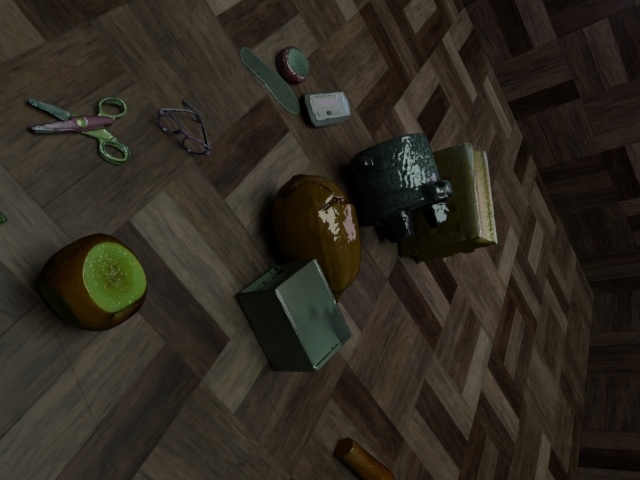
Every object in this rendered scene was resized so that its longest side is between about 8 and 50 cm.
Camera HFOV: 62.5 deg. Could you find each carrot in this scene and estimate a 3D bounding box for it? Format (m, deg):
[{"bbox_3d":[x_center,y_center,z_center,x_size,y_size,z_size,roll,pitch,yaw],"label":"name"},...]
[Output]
[{"bbox_3d":[0.125,0.587,1.353,0.225,0.067,0.067,48,47,-27],"label":"carrot"}]

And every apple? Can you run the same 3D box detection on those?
[{"bbox_3d":[-0.359,0.069,0.859,0.147,0.163,0.146,53,50,-3],"label":"apple"}]

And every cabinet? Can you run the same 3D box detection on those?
[{"bbox_3d":[-0.061,0.169,1.192,0.145,0.150,0.206,-37,107,-43],"label":"cabinet"}]

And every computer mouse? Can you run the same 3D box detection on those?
[{"bbox_3d":[0.017,-0.386,1.532,0.199,0.045,0.102,-27,100,-50],"label":"computer mouse"}]

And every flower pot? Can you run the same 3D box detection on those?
[{"bbox_3d":[0.245,-0.146,1.536,0.299,0.299,0.282,-13,85,-51],"label":"flower pot"}]

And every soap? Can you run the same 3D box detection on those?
[{"bbox_3d":[0.400,-0.114,1.712,0.156,0.294,0.334,15,69,-43],"label":"soap"}]

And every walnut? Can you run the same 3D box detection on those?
[{"bbox_3d":[0.000,0.000,1.285,0.209,0.209,0.336,-35,113,-49],"label":"walnut"}]

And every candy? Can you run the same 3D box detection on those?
[{"bbox_3d":[-0.075,-0.484,1.457,0.103,0.043,0.103,17,65,-43],"label":"candy"}]

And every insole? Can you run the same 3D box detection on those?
[{"bbox_3d":[-0.129,-0.425,1.405,0.232,0.003,0.080,41,51,-35],"label":"insole"}]

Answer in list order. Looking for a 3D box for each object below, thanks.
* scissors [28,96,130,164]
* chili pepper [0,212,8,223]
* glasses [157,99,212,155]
[{"bbox_3d":[-0.437,-0.213,0.967,0.187,0.020,0.133,2,82,-51],"label":"scissors"},{"bbox_3d":[-0.565,-0.070,0.754,0.227,0.059,0.088,32,60,-45],"label":"chili pepper"},{"bbox_3d":[-0.279,-0.259,1.136,0.140,0.063,0.103,44,48,-34],"label":"glasses"}]
